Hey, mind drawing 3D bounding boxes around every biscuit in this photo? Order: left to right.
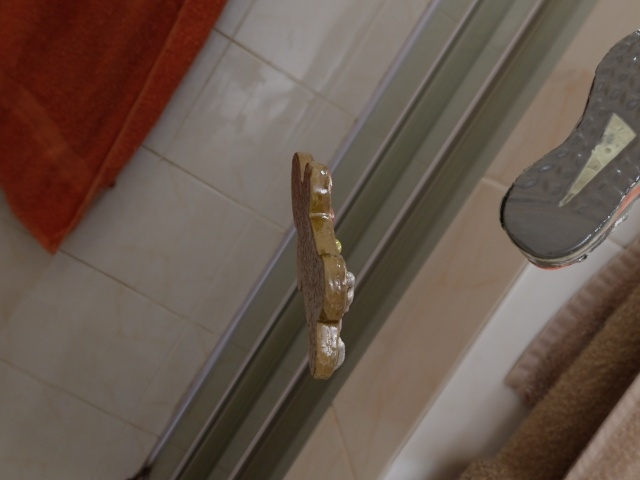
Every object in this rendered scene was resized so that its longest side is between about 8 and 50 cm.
[{"bbox_3d":[0.001,0.000,1.254,0.064,0.283,0.432,-1,42,-9],"label":"biscuit"}]

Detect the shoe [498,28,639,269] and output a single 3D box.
[{"bbox_3d":[0.344,-0.090,0.851,0.132,0.336,0.171,36,-9,27],"label":"shoe"}]
